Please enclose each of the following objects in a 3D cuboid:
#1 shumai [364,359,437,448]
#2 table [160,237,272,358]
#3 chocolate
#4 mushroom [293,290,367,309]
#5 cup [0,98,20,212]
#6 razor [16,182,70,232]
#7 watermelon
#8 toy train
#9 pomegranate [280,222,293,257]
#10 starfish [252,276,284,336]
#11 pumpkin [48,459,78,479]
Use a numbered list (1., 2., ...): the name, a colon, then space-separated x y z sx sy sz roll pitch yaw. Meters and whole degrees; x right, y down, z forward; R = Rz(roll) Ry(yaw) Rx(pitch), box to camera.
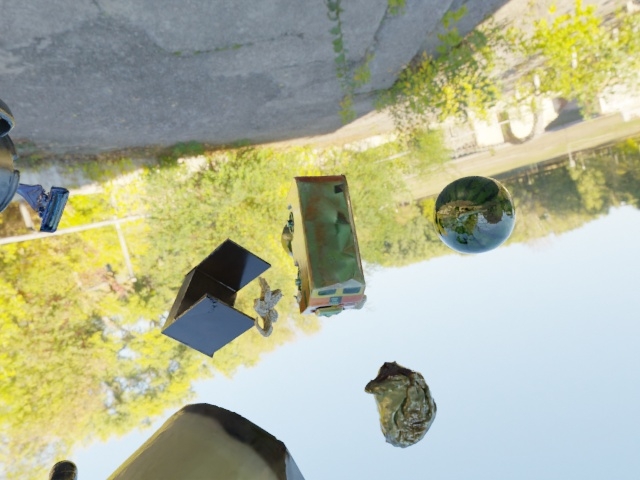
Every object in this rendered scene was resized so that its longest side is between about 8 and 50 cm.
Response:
1. shumai: 0.180 0.388 0.966 0.184 0.142 0.184 -50 -168 15
2. table: -0.326 0.187 1.292 0.282 0.196 0.250 -37 -151 33
3. chocolate: -0.198 0.457 0.581 0.314 0.326 0.297 -15 -161 34
4. mushroom: 0.032 0.204 1.424 0.278 0.099 0.096 -4 -168 23
5. cup: -0.447 -0.100 0.454 0.223 0.169 0.176 -26 179 5
6. razor: -0.598 -0.106 0.650 0.324 0.093 0.056 20 -155 -29
7. watermelon: 0.355 -0.058 0.943 0.188 0.188 0.215 -13 -178 40
8. toy train: 0.000 0.000 0.499 0.072 0.188 0.099 -5 163 -11
9. pomegranate: -0.055 -0.034 1.394 0.180 0.209 0.180 -12 -173 2
10. starfish: -0.128 0.160 0.984 0.053 0.150 0.209 -15 164 4
11. pumpkin: -0.454 0.424 0.706 0.050 0.083 0.028 23 117 -37
